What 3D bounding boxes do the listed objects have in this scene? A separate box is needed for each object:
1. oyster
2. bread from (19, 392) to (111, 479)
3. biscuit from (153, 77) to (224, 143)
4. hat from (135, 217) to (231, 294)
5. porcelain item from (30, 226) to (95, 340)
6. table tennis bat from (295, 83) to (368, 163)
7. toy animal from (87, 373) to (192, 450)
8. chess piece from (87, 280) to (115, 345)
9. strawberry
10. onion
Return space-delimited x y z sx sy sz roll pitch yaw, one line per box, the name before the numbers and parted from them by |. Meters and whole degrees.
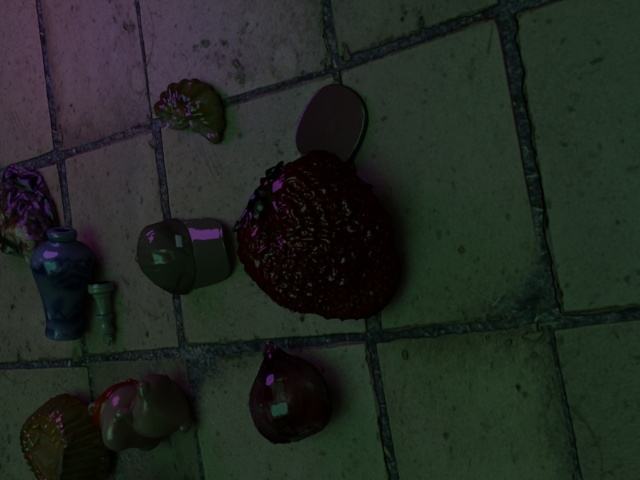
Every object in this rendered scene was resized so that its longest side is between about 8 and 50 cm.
oyster | -0.731 -0.038 1.824 0.271 0.100 0.275 16 100 28
bread | -0.602 0.479 1.746 0.240 0.139 0.240 0 90 36
biscuit | -0.273 -0.275 1.534 0.183 0.061 0.118 22 103 31
hat | -0.281 0.027 1.524 0.173 0.144 0.166 -16 86 56
porcelain item | -0.593 0.099 1.728 0.141 0.141 0.259 16 110 32
table tennis bat | 0.001 -0.169 1.385 0.138 0.022 0.246 37 110 27
toy animal | -0.385 0.365 1.587 0.197 0.171 0.171 -23 80 30
chess piece | -0.493 0.168 1.712 0.059 0.059 0.149 -2 99 34
strawberry | 0.003 -0.001 1.268 0.257 0.261 0.261 43 114 31
onion | -0.062 0.272 1.372 0.159 0.159 0.195 -33 64 30
